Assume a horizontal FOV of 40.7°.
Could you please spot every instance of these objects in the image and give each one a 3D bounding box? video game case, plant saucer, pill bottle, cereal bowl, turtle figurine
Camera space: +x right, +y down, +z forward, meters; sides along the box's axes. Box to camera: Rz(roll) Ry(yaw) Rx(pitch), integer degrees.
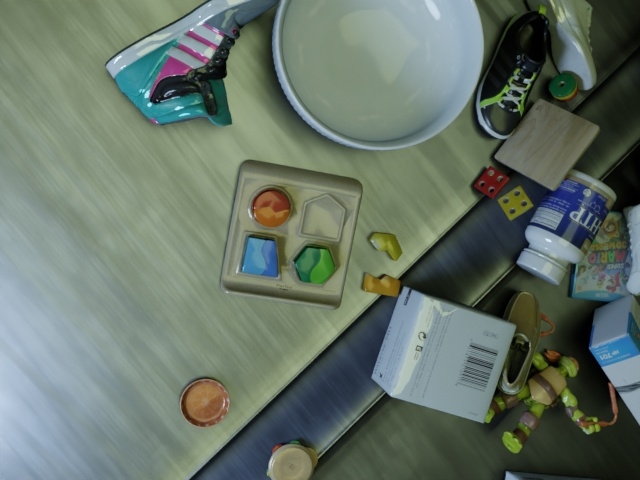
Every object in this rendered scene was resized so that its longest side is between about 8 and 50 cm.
[{"bbox_3d":[0.524,0.029,1.589,0.119,0.015,0.166,5,94,-13],"label":"video game case"},{"bbox_3d":[-0.194,0.273,1.450,0.084,0.013,0.083,-1,95,-13],"label":"plant saucer"},{"bbox_3d":[0.426,-0.022,1.514,0.112,0.112,0.186,30,88,-13],"label":"pill bottle"},{"bbox_3d":[0.083,-0.310,1.400,0.339,0.141,0.338,-1,94,-12],"label":"cereal bowl"},{"bbox_3d":[0.382,0.259,1.539,0.217,0.087,0.269,-34,85,-17],"label":"turtle figurine"}]

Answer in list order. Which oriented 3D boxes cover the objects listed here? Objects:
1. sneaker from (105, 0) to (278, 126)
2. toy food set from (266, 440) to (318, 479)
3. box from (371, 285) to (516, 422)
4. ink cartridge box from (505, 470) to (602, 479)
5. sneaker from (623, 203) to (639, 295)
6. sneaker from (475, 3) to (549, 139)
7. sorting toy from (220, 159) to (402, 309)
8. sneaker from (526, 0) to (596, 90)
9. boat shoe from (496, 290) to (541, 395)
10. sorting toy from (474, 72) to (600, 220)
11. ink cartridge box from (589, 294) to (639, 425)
[{"bbox_3d":[-0.166,-0.269,1.344,0.296,0.124,0.178,-28,98,7],"label":"sneaker"},{"bbox_3d":[-0.051,0.387,1.487,0.083,0.020,0.083,28,89,-13],"label":"toy food set"},{"bbox_3d":[0.209,0.192,1.479,0.182,0.119,0.180,18,90,-13],"label":"box"},{"bbox_3d":[0.457,0.597,1.561,0.272,0.130,0.309,9,93,-15],"label":"ink cartridge box"},{"bbox_3d":[0.594,-0.014,1.557,0.090,0.115,0.232,-7,120,-49],"label":"sneaker"},{"bbox_3d":[0.333,-0.290,1.479,0.084,0.097,0.234,13,92,-13],"label":"sneaker"},{"bbox_3d":[0.000,0.000,1.457,0.308,0.041,0.228,9,92,-13],"label":"sorting toy"},{"bbox_3d":[0.448,-0.372,1.514,0.094,0.080,0.212,-30,99,-21],"label":"sneaker"},{"bbox_3d":[0.345,0.170,1.485,0.068,0.072,0.189,7,68,11],"label":"boat shoe"},{"bbox_3d":[0.391,-0.153,1.496,0.274,0.132,0.046,-53,141,-1],"label":"sorting toy"},{"bbox_3d":[0.568,0.216,1.544,0.082,0.139,0.190,-27,104,32],"label":"ink cartridge box"}]
